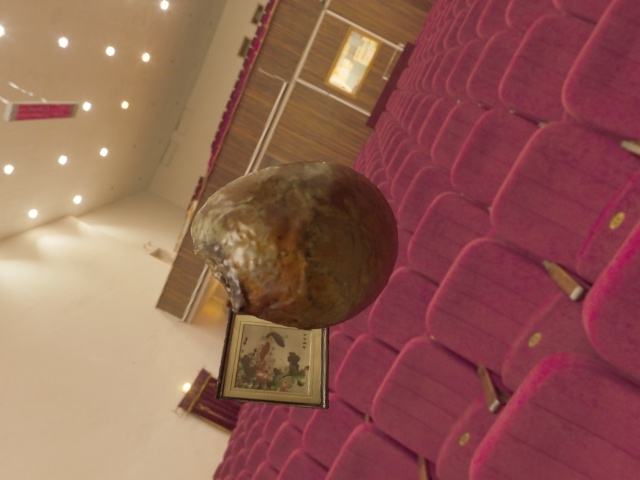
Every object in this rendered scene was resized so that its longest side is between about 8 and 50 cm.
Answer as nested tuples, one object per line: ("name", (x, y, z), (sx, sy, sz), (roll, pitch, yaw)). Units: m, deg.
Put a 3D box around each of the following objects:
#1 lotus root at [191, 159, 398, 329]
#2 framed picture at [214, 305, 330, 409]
("lotus root", (0.001, -0.005, 0.679), (0.314, 0.210, 0.142), (-14, -34, -53))
("framed picture", (-0.079, 0.208, 0.901), (0.010, 0.199, 0.195), (102, 172, -47))
